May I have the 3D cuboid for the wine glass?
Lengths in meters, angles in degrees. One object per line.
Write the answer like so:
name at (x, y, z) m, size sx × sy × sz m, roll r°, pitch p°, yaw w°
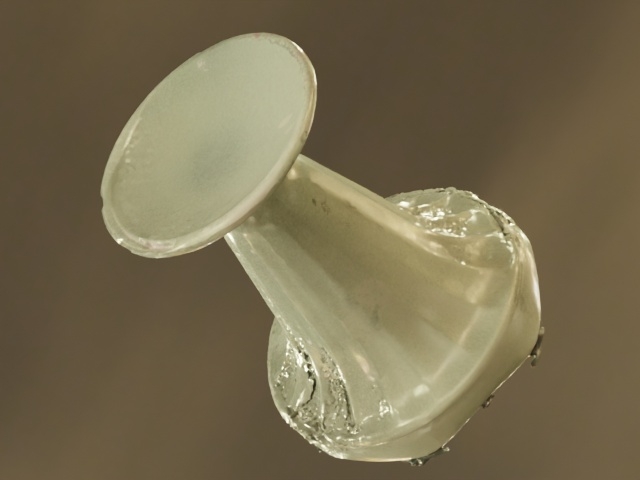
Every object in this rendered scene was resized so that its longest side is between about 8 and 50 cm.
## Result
wine glass at (0.000, 0.000, 1.000) m, size 0.165 × 0.165 × 0.196 m, roll -50°, pitch -52°, yaw -7°
